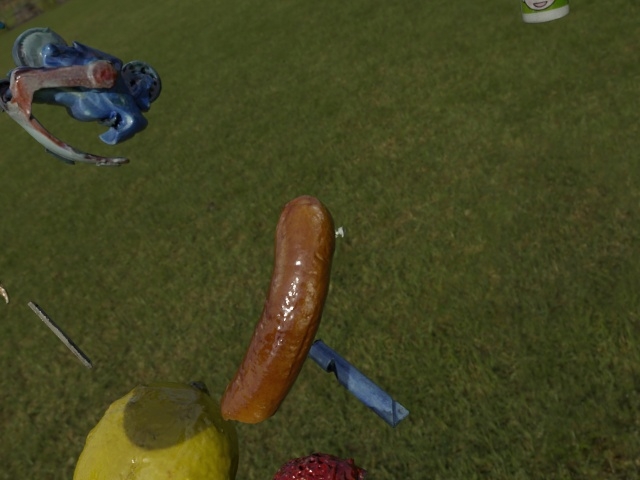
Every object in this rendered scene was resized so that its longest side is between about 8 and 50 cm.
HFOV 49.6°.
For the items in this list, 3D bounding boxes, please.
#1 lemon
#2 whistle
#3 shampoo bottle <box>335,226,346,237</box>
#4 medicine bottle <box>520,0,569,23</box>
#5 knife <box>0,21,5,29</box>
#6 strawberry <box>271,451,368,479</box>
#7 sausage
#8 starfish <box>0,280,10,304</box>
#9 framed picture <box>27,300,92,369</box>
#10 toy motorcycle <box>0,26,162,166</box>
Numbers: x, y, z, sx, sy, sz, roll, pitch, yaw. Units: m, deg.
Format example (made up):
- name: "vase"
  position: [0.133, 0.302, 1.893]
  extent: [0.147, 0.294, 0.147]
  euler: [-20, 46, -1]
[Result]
- name: "lemon"
  position: [-0.264, 0.373, 1.134]
  extent: [0.260, 0.260, 0.284]
  euler: [-3, 30, 39]
- name: "whistle"
  position: [0.091, 0.359, 1.753]
  extent: [0.062, 0.062, 0.304]
  euler: [-40, 55, -22]
- name: "shampoo bottle"
  position: [0.000, 0.000, 1.495]
  extent: [0.141, 0.034, 0.049]
  euler: [-25, 42, 36]
- name: "medicine bottle"
  position: [0.284, -0.390, 0.865]
  extent: [0.092, 0.221, 0.061]
  euler: [7, 31, 43]
- name: "knife"
  position: [-0.601, -0.382, 1.038]
  extent: [0.044, 0.296, 0.026]
  euler: [7, 85, 25]
- name: "strawberry"
  position: [-0.015, 0.502, 1.353]
  extent: [0.201, 0.187, 0.184]
  euler: [11, 39, 32]
- name: "sausage"
  position: [-0.045, 0.093, 0.860]
  extent: [0.103, 0.076, 0.302]
  euler: [29, 102, 49]
- name: "starfish"
  position: [-0.650, 0.029, 1.212]
  extent: [0.236, 0.277, 0.062]
  euler: [-50, 8, 50]
- name: "framed picture"
  position: [-0.444, 0.161, 1.186]
  extent: [0.011, 0.149, 0.109]
  euler: [-44, 8, -19]
- name: "toy motorcycle"
  position: [-0.491, -0.285, 1.425]
  extent: [0.182, 0.319, 0.241]
  euler: [39, 111, 48]
